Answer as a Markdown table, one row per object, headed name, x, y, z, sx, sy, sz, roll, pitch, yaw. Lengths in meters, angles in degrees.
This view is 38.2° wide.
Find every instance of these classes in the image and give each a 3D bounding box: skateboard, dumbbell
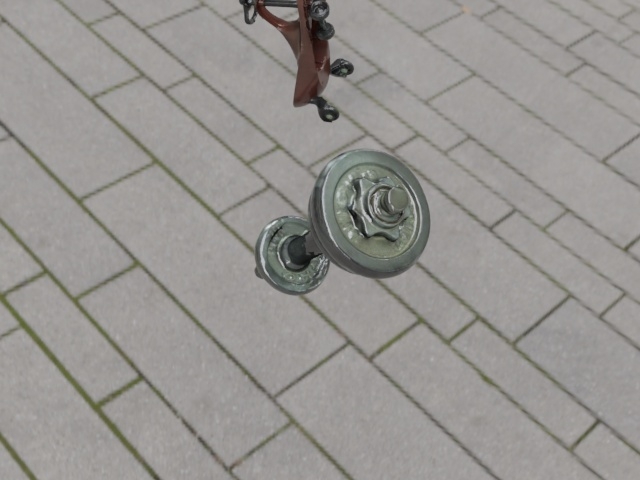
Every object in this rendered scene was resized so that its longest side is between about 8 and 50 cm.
| name | x | y | z | sx | sy | sz | roll | pitch | yaw |
| --- | --- | --- | --- | --- | --- | --- | --- | --- | --- |
| skateboard | -0.021 | -0.175 | 0.790 | 0.080 | 0.151 | 0.067 | 8 | 56 | 14 |
| dumbbell | 0.000 | 0.000 | 0.827 | 0.110 | 0.254 | 0.110 | 9 | 71 | -28 |
